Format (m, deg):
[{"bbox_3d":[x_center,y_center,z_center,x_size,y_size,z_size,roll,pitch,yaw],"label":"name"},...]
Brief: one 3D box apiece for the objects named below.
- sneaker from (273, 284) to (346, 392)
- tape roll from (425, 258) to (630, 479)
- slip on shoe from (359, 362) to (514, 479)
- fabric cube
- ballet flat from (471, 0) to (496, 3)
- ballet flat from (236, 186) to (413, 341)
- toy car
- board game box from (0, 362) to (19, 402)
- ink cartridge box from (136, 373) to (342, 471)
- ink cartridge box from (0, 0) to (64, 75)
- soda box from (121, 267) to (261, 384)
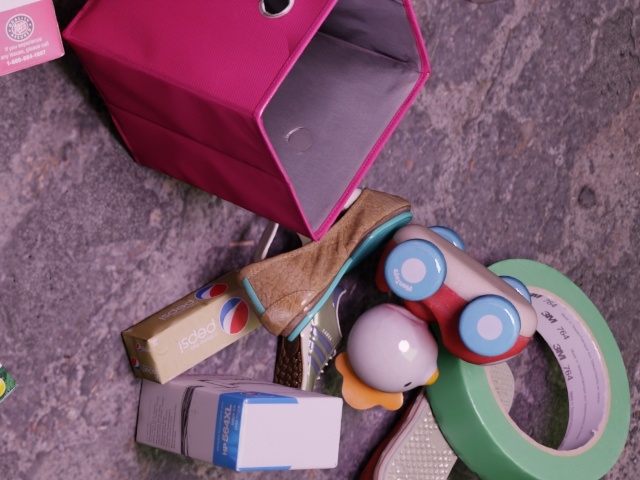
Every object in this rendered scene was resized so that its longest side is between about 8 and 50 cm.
[{"bbox_3d":[-0.005,0.138,1.996,0.086,0.064,0.192,3,92,-36],"label":"sneaker"},{"bbox_3d":[0.282,0.186,2.153,0.321,0.077,0.321,18,59,-34],"label":"tape roll"},{"bbox_3d":[0.153,0.254,2.136,0.123,0.101,0.331,49,50,-7],"label":"slip on shoe"},{"bbox_3d":[-0.070,-0.200,1.710,0.254,0.258,0.259,-56,152,-18],"label":"fabric cube"},{"bbox_3d":[0.277,-0.400,2.167,0.250,0.058,0.084,-36,154,-25],"label":"ballet flat"},{"bbox_3d":[0.000,0.000,1.937,0.124,0.116,0.342,43,39,3],"label":"ballet flat"},{"bbox_3d":[0.125,0.123,1.965,0.238,0.210,0.219,-54,174,12],"label":"toy car"},{"bbox_3d":[-0.446,0.195,1.657,0.260,0.030,0.136,-47,121,-25],"label":"board game box"},{"bbox_3d":[-0.096,0.208,1.841,0.148,0.203,0.086,4,92,-41],"label":"ink cartridge box"},{"bbox_3d":[-0.393,-0.293,1.568,0.207,0.117,0.283,-23,112,-35],"label":"ink cartridge box"},{"bbox_3d":[-0.142,0.099,1.880,0.181,0.058,0.061,-30,115,-34],"label":"soda box"}]
